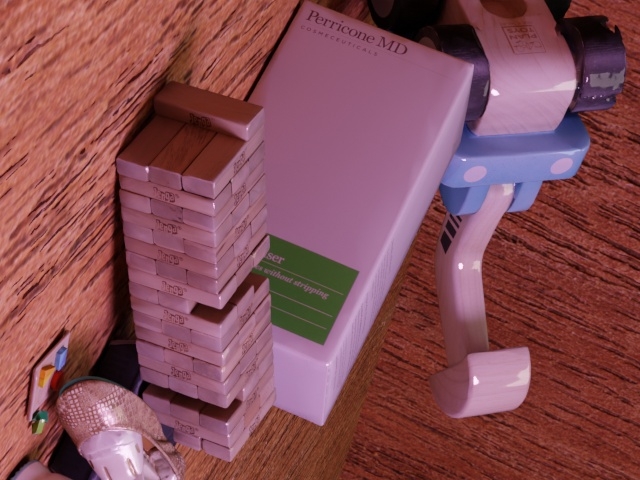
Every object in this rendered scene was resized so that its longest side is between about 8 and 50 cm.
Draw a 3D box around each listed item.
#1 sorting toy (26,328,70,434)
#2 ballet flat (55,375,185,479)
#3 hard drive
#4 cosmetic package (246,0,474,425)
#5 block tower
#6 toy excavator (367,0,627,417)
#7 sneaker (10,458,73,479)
[{"bbox_3d":[-0.220,0.119,1.474,0.062,0.012,0.083,-58,167,-49],"label":"sorting toy"},{"bbox_3d":[-0.160,0.182,1.537,0.206,0.073,0.067,53,17,-56],"label":"ballet flat"},{"bbox_3d":[-0.184,0.184,1.711,0.254,0.054,0.172,76,38,-73],"label":"hard drive"},{"bbox_3d":[-0.007,-0.031,1.780,0.155,0.197,0.365,94,19,-62],"label":"cosmetic package"},{"bbox_3d":[-0.101,0.033,1.532,0.097,0.091,0.335,-53,152,-43],"label":"block tower"},{"bbox_3d":[0.180,-0.076,2.099,0.445,0.222,0.433,107,-31,-49],"label":"toy excavator"},{"bbox_3d":[-0.248,0.281,1.455,0.228,0.092,0.087,-59,170,-37],"label":"sneaker"}]
